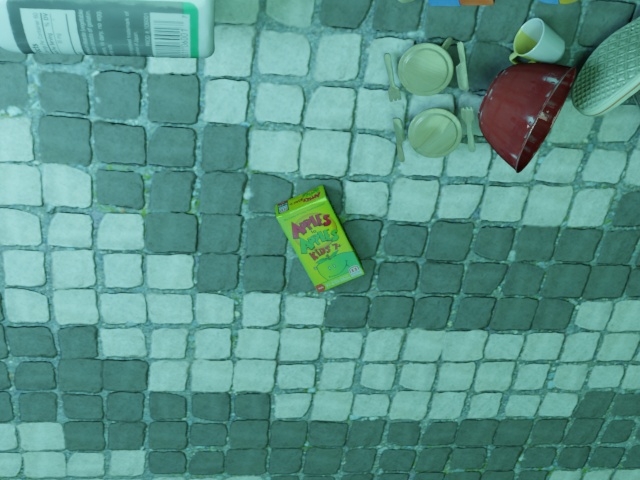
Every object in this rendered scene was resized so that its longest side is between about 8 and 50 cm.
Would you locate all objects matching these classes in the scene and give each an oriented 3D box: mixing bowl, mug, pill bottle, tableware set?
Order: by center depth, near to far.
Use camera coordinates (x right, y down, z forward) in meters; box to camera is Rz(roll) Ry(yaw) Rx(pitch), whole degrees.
[{"bbox_3d":[-0.317,-0.342,1.033,0.361,0.204,0.204,1,123,-9],"label":"pill bottle"},{"bbox_3d":[0.340,-0.304,1.251,0.064,0.078,0.062,19,87,-29],"label":"mug"},{"bbox_3d":[0.310,-0.206,1.255,0.098,0.181,0.181,30,122,18],"label":"mixing bowl"},{"bbox_3d":[0.176,-0.226,1.284,0.128,0.039,0.194,-7,119,11],"label":"tableware set"}]

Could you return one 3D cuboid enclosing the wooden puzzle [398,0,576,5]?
[{"bbox_3d":[0.222,-0.392,0.996,0.348,0.080,0.322,2,159,23],"label":"wooden puzzle"}]

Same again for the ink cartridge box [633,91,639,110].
[{"bbox_3d":[0.595,-0.171,1.269,0.092,0.217,0.158,-32,122,13],"label":"ink cartridge box"}]

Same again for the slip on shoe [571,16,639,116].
[{"bbox_3d":[0.534,-0.302,1.233,0.331,0.123,0.101,-42,128,9],"label":"slip on shoe"}]

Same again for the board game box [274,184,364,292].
[{"bbox_3d":[0.000,0.000,1.405,0.092,0.043,0.181,-23,124,8],"label":"board game box"}]
